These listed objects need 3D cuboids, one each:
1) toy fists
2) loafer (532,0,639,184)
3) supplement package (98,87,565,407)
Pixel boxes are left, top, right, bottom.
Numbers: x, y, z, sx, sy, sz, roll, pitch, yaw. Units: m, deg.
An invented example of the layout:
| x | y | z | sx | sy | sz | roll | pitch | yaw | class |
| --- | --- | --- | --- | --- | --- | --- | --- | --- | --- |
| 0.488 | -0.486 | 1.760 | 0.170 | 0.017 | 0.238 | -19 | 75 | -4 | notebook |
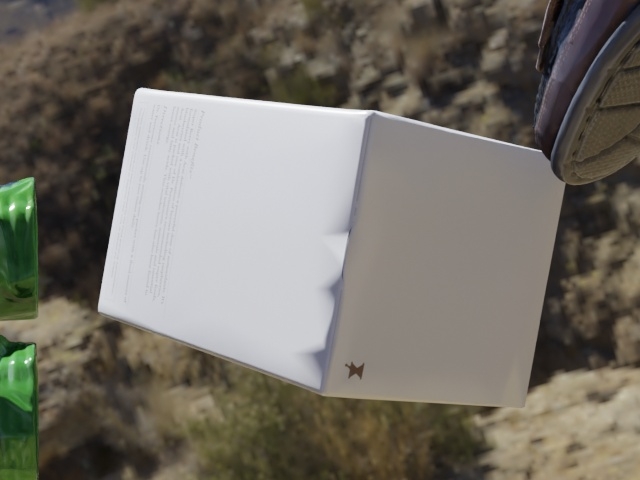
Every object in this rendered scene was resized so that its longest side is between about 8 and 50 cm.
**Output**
| x | y | z | sx | sy | sz | roll | pitch | yaw | class |
| --- | --- | --- | --- | --- | --- | --- | --- | --- | --- |
| -0.252 | 0.050 | 0.975 | 0.142 | 0.096 | 0.279 | -2 | 45 | -9 | toy fists |
| 0.180 | -0.163 | 0.785 | 0.109 | 0.095 | 0.302 | -14 | -37 | -35 | loafer |
| 0.000 | 0.000 | 1.071 | 0.175 | 0.177 | 0.293 | 9 | 3 | -36 | supplement package |
